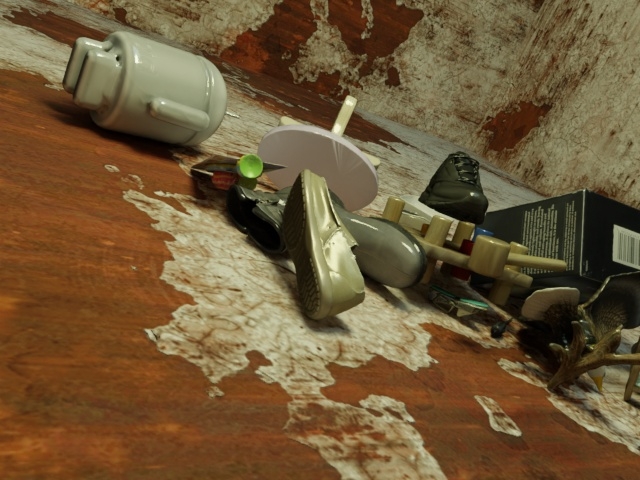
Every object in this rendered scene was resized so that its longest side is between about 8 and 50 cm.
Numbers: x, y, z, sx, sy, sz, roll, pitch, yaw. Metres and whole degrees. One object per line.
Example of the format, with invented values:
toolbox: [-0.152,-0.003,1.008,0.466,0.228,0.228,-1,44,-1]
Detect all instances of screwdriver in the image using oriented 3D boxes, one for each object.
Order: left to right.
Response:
screwdriver: [0.353,0.165,1.256,0.024,0.025,0.170,32,11,22]

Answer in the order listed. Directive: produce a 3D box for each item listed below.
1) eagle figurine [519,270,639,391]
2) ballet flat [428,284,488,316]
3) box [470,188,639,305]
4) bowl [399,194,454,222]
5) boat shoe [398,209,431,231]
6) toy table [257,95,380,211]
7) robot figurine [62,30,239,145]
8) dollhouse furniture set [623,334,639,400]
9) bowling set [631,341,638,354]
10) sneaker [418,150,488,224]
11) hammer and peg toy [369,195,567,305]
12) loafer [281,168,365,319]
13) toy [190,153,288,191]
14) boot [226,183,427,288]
eagle figurine: [0.475,0.159,1.167,0.227,0.225,0.298,18,26,18]
ballet flat: [0.251,0.118,1.198,0.114,0.041,0.041,20,15,24]
box: [0.531,0.036,1.381,0.297,0.182,0.294,15,-14,-28]
bowl: [0.275,-0.065,1.720,0.142,0.053,0.142,32,20,22]
boat shoe: [0.232,-0.048,1.635,0.125,0.046,0.038,17,23,2]
toy table: [0.007,-0.192,1.464,0.274,0.252,0.160,34,33,-12]
robot figurine: [-0.344,-0.311,1.364,0.354,0.199,0.300,7,31,-43]
dollhouse furniture set: [0.698,0.200,1.183,0.212,0.160,0.242,16,34,23]
bowling set: [0.752,0.223,1.428,0.154,0.199,0.287,28,60,22]
sneaker: [0.264,-0.110,1.268,0.109,0.130,0.286,21,8,-8]
hammer and peg toy: [0.271,0.035,1.235,0.266,0.127,0.361,17,8,-25]
loafer: [0.005,0.005,1.005,0.092,0.102,0.268,8,52,-24]
toy: [-0.164,-0.122,1.248,0.137,0.056,0.237,7,-5,-21]
boot: [0.000,0.000,1.141,0.338,0.118,0.223,29,24,34]
